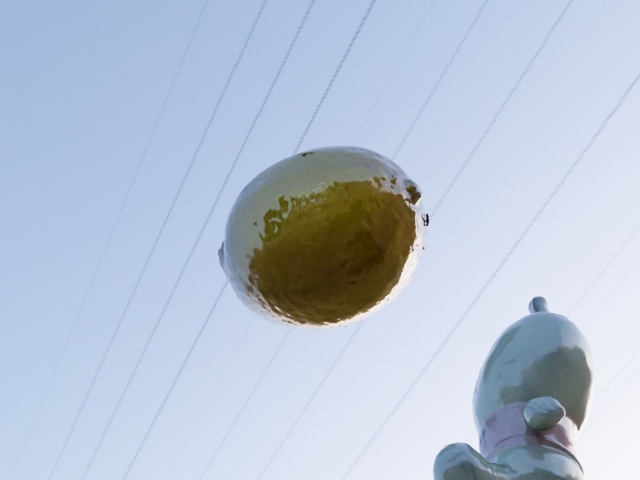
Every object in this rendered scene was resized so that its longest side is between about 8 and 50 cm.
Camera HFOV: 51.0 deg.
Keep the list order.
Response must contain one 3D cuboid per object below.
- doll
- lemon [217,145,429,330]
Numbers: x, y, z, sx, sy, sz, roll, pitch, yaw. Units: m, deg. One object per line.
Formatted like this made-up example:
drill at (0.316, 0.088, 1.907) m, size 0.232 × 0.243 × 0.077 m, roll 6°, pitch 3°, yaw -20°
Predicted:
doll at (0.183, 0.155, 0.580) m, size 0.275 × 0.113 × 0.154 m, roll -44°, pitch -34°, yaw -49°
lemon at (0.004, -0.001, 0.854) m, size 0.236 × 0.236 × 0.263 m, roll 26°, pitch -24°, yaw -33°
